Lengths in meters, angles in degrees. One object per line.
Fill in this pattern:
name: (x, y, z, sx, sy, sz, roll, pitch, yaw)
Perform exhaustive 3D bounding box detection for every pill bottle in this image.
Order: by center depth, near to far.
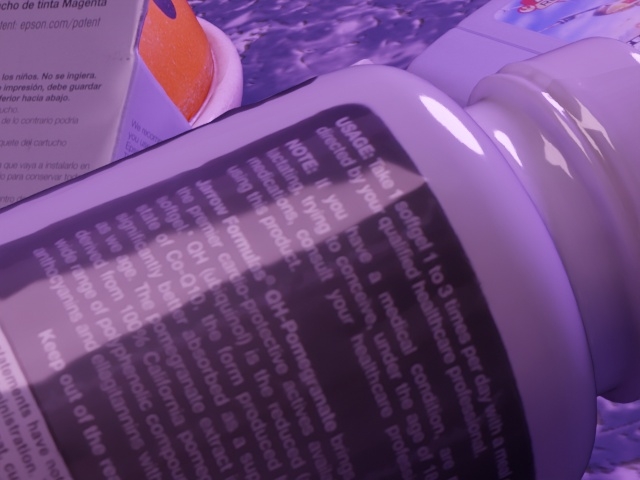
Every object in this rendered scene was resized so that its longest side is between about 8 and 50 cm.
pill bottle: (-0.017, 0.044, 0.665, 0.318, 0.176, 0.176, -24, 30, -14)

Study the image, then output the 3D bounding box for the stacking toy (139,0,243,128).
stacking toy: (-0.265, -0.220, 1.075, 0.350, 0.480, 0.350, -13, 30, 7)

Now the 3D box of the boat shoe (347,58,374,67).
boat shoe: (0.000, 0.000, 0.925, 0.099, 0.116, 0.319, -25, 17, 15)

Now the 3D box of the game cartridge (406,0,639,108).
game cartridge: (0.201, -0.123, 1.106, 0.297, 0.062, 0.198, -31, 36, -23)

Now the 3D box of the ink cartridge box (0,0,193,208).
ink cartridge box: (-0.219, 0.011, 0.901, 0.324, 0.071, 0.330, 3, 70, 31)
